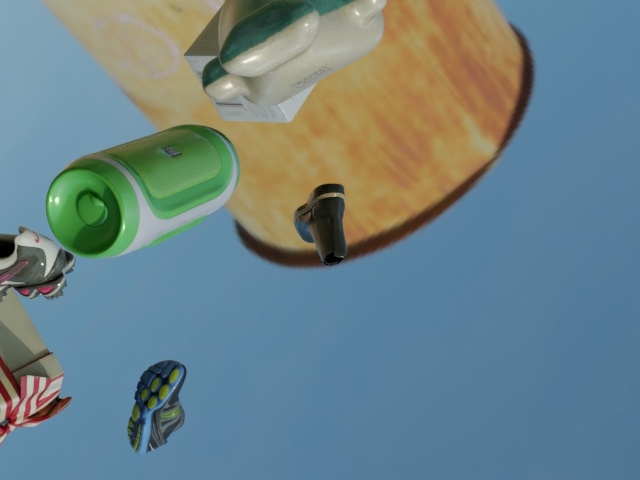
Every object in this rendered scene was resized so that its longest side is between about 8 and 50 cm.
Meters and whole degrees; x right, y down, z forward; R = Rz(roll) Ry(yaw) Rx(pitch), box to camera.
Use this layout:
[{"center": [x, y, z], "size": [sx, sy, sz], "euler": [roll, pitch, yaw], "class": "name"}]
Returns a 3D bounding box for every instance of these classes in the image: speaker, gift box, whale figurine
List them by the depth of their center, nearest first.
[{"center": [-0.039, -0.225, 1.273], "size": [0.216, 0.141, 0.272], "euler": [-28, -178, 14], "class": "whale figurine"}, {"center": [-0.211, -0.066, 1.556], "size": [0.131, 0.131, 0.296], "euler": [-26, -177, 27], "class": "speaker"}, {"center": [-0.601, 0.233, 2.179], "size": [0.255, 0.258, 0.276], "euler": [-29, 169, -19], "class": "gift box"}]

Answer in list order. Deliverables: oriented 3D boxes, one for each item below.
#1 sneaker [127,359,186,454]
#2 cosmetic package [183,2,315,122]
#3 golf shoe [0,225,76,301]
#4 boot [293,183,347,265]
[{"center": [-0.247, 0.255, 1.961], "size": [0.067, 0.078, 0.188], "euler": [47, -50, 34], "class": "sneaker"}, {"center": [-0.096, -0.312, 2.091], "size": [0.151, 0.151, 0.183], "euler": [6, -128, 37], "class": "cosmetic package"}, {"center": [-0.504, 0.040, 1.905], "size": [0.273, 0.120, 0.105], "euler": [-15, -136, 24], "class": "golf shoe"}, {"center": [0.000, 0.000, 2.232], "size": [0.198, 0.077, 0.137], "euler": [112, -26, -66], "class": "boot"}]
